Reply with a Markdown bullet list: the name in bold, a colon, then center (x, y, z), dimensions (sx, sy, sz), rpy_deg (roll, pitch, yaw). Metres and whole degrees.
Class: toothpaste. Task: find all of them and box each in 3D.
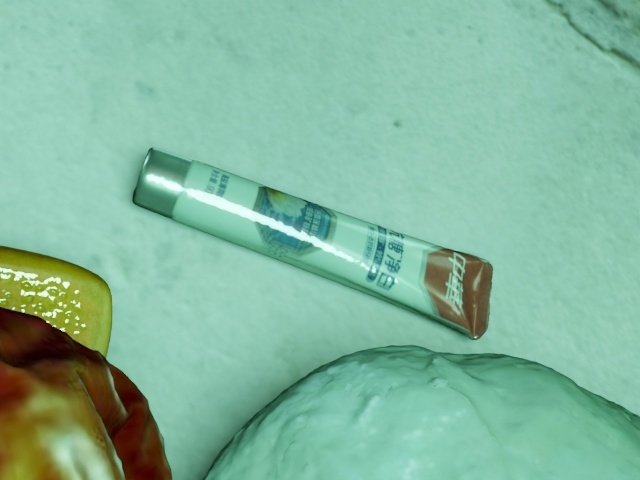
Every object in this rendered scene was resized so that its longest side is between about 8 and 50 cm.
- **toothpaste**: center (0.000, 0.000, 0.605), dimensions (0.239, 0.039, 0.062), rpy_deg (20, 56, -11)

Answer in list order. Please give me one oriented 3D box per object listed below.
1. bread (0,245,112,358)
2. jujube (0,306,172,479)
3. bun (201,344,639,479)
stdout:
- **bread**: center (-0.214, 0.051, 0.492), dimensions (0.200, 0.077, 0.116), rpy_deg (18, 62, -11)
- **jujube**: center (-0.230, 0.140, 0.360), dimensions (0.342, 0.216, 0.216), rpy_deg (-12, 70, 3)
- **bun**: center (0.084, 0.220, 0.440), dimensions (0.361, 0.211, 0.362), rpy_deg (6, 68, -15)
